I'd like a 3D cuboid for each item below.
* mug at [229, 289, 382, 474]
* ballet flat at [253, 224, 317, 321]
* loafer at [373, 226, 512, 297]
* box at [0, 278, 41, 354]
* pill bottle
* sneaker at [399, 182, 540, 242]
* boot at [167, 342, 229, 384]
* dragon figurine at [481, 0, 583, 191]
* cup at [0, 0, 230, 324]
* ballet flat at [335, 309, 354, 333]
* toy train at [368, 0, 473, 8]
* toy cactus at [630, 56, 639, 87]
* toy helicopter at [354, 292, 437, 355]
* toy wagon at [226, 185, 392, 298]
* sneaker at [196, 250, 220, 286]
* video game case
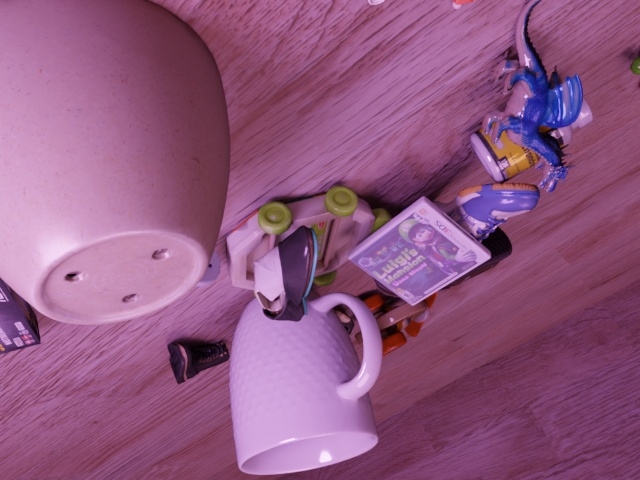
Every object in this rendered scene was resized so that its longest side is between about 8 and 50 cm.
[{"bbox_3d":[-0.021,0.252,1.177,0.276,0.327,0.374,16,138,-38],"label":"mug"},{"bbox_3d":[-0.062,0.072,0.983,0.096,0.095,0.280,-6,149,-9],"label":"ballet flat"},{"bbox_3d":[0.271,0.065,1.326,0.366,0.133,0.130,-10,149,-25],"label":"loafer"},{"bbox_3d":[-0.535,0.109,0.853,0.183,0.056,0.231,-14,150,-19],"label":"box"},{"bbox_3d":[0.360,-0.184,1.002,0.184,0.103,0.103,-32,151,13],"label":"pill bottle"},{"bbox_3d":[0.274,-0.021,1.078,0.112,0.130,0.297,6,165,-36],"label":"sneaker"},{"bbox_3d":[-0.264,0.251,1.307,0.137,0.076,0.198,-18,165,-21],"label":"boot"},{"bbox_3d":[0.335,-0.216,0.882,0.144,0.085,0.288,1,117,-5],"label":"dragon figurine"},{"bbox_3d":[-0.232,-0.053,0.624,0.331,0.236,0.331,-19,152,-11],"label":"cup"},{"bbox_3d":[0.054,0.222,1.501,0.049,0.058,0.173,-47,160,-18],"label":"ballet flat"},{"bbox_3d":[0.141,-0.309,0.677,0.167,0.046,0.125,-14,150,-20],"label":"toy train"},{"bbox_3d":[0.635,-0.307,1.029,0.219,0.112,0.180,-29,163,-10],"label":"toy cactus"},{"bbox_3d":[0.194,0.226,1.593,0.235,0.140,0.355,-25,164,-19],"label":"toy helicopter"},{"bbox_3d":[0.000,0.000,1.076,0.345,0.068,0.267,-16,151,-18],"label":"toy wagon"},{"bbox_3d":[-0.271,0.034,0.887,0.091,0.094,0.258,-11,161,33],"label":"sneaker"},{"bbox_3d":[0.175,0.026,1.049,0.173,0.022,0.190,37,127,-20],"label":"video game case"}]
